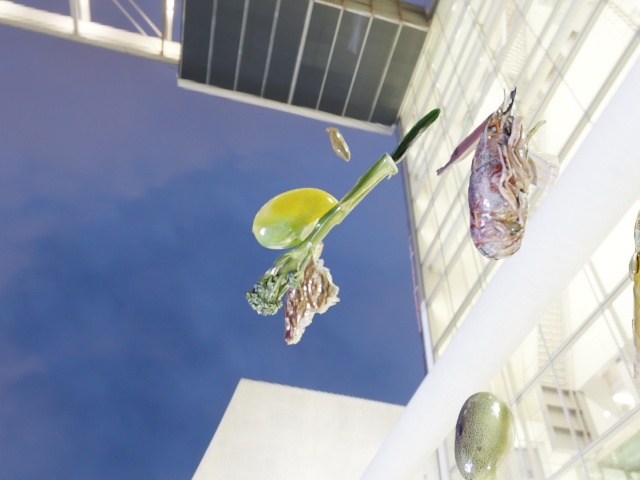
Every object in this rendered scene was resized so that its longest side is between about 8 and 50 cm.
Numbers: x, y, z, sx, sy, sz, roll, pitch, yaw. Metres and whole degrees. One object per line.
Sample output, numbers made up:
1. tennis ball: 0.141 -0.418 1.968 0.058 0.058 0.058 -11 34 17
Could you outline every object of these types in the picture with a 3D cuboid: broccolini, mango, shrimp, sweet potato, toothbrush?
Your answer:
1. broccolini: 0.003 0.001 0.999 0.074 0.392 0.079 47 -160 8
2. mango: -0.059 -0.052 1.162 0.191 0.086 0.122 -32 -133 -22
3. shrimp: 0.197 -0.074 0.573 0.073 0.075 0.190 9 -102 -18
4. sweet potato: 0.043 -0.262 1.412 0.038 0.041 0.153 1 -137 -28
5. toothbrush: 0.357 -0.225 1.326 0.040 0.364 0.041 1 -102 -7

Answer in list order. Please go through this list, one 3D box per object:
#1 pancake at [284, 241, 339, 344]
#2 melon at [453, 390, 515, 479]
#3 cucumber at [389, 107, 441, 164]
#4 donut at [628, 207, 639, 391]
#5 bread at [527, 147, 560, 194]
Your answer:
1. pancake: -0.014 0.122 1.210 0.057 0.266 0.244 3 -176 -29
2. melon: 0.274 0.332 0.898 0.099 0.099 0.162 21 -127 3
3. cucumber: 0.220 -0.247 1.266 0.184 0.033 0.036 -48 -118 0
4. donut: 0.607 0.089 0.888 0.170 0.360 0.360 2 -147 30
5. bread: 0.557 -0.184 1.390 0.105 0.077 0.152 17 -156 15
